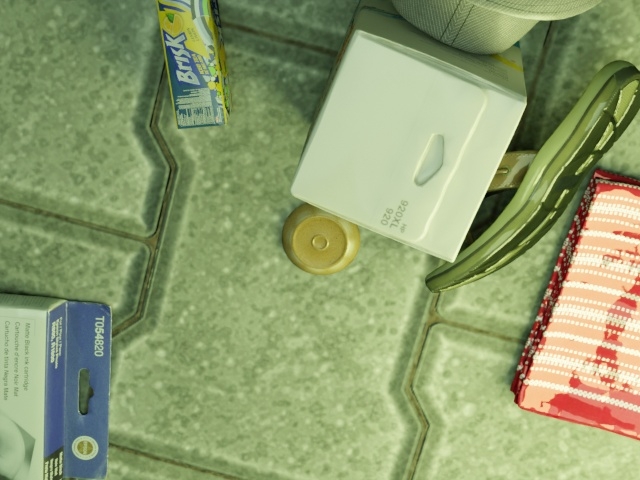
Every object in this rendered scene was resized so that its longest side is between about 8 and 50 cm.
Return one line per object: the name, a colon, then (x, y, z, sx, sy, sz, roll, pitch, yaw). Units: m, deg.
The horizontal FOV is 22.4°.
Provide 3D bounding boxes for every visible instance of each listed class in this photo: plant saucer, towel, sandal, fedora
plant saucer: (0.000, 0.000, 1.691, 0.083, 0.015, 0.083, 1, 110, 4)
towel: (0.331, 0.078, 1.685, 0.198, 0.031, 0.275, 17, 110, -2)
sandal: (0.206, -0.066, 1.614, 0.086, 0.120, 0.303, 43, 108, 18)
fedora: (0.146, -0.270, 1.483, 0.243, 0.275, 0.124, 18, 136, -10)

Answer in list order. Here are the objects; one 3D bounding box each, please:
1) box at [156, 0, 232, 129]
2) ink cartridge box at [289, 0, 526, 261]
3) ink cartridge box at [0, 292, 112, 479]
box: (-0.127, -0.200, 1.605, 0.054, 0.059, 0.169, -5, 109, 5)
ink cartridge box: (0.084, -0.120, 1.525, 0.168, 0.233, 0.171, 21, 110, -3)
ink cartridge box: (-0.343, 0.165, 1.764, 0.223, 0.045, 0.223, 5, 110, 3)
